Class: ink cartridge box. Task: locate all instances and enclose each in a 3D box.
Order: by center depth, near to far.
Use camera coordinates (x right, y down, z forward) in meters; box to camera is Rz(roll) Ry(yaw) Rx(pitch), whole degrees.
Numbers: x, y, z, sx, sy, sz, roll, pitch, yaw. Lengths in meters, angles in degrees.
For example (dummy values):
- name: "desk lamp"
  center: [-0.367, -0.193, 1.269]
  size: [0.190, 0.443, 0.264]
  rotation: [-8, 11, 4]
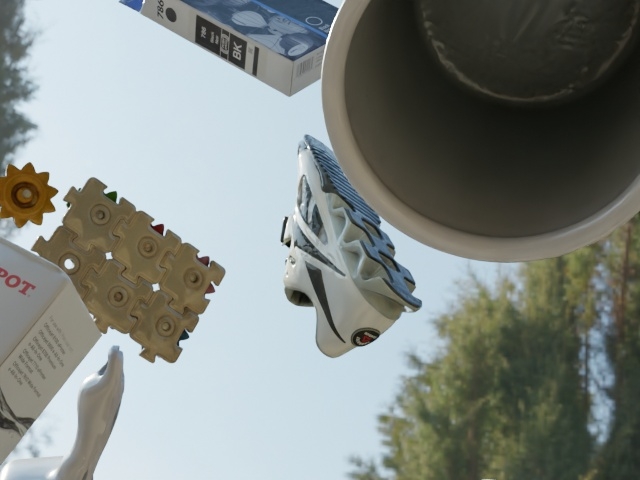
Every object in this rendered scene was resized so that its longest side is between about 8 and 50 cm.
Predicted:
- name: "ink cartridge box"
  center: [-0.405, 0.137, 0.948]
  size: [0.223, 0.307, 0.129]
  rotation: [24, -28, 20]
- name: "ink cartridge box"
  center: [-0.116, -0.325, 1.364]
  size: [0.333, 0.165, 0.065]
  rotation: [30, -43, 23]

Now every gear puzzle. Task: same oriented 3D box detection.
- name: "gear puzzle"
  center: [-0.298, 0.021, 1.288]
  size: [0.339, 0.175, 0.044]
  rotation: [37, -23, -24]

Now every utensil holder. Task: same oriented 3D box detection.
- name: "utensil holder"
  center: [0.202, -0.210, 1.004]
  size: [0.328, 0.385, 0.327]
  rotation: [7, -60, 12]

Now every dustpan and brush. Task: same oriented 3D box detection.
- name: "dustpan and brush"
  center: [-0.142, 0.144, 0.505]
  size: [0.060, 0.147, 0.211]
  rotation: [7, -66, -10]

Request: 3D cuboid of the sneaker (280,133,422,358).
- name: "sneaker"
  center: [0.000, 0.000, 1.164]
  size: [0.146, 0.330, 0.122]
  rotation: [-42, -53, 20]
